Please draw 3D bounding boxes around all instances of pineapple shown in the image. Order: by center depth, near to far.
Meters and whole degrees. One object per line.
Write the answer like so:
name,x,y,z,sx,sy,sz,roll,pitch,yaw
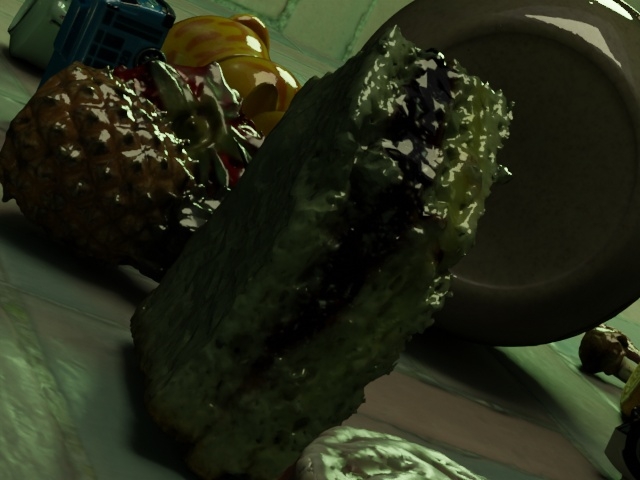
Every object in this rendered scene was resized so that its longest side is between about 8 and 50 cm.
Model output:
pineapple,-0.097,-0.006,1.605,0.364,0.165,0.165,32,12,8

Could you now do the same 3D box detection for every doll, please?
doll,-0.113,-0.182,2.372,0.167,0.162,0.269,38,13,-39

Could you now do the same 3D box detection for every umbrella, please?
umbrella,0.389,0.136,2.445,0.025,0.027,0.165,51,-5,-30

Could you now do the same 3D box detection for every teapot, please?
teapot,-0.293,-0.261,2.338,0.159,0.159,0.232,25,7,-15

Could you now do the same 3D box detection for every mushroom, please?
mushroom,0.389,0.158,2.272,0.187,0.060,0.061,27,12,-17

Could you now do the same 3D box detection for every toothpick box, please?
toothpick box,0.205,-0.093,2.054,0.409,0.409,0.425,29,6,5

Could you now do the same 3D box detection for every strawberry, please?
strawberry,-0.146,-0.074,1.797,0.187,0.184,0.201,6,-9,-15

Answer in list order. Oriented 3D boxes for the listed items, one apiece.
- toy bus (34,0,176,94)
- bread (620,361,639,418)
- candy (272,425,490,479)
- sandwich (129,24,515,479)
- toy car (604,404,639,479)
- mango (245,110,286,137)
toy bus,-0.232,-0.179,1.990,0.106,0.184,0.090,19,13,-27
bread,0.394,0.154,2.125,0.073,0.122,0.149,32,12,6
candy,0.053,0.203,0.997,0.214,0.157,0.289,49,13,26
sandwich,0.000,0.000,1.353,0.131,0.325,0.262,36,8,-14
toy car,0.419,0.246,1.784,0.301,0.118,0.193,35,22,31
mango,-0.048,-0.054,1.983,0.099,0.136,0.227,29,20,-27
